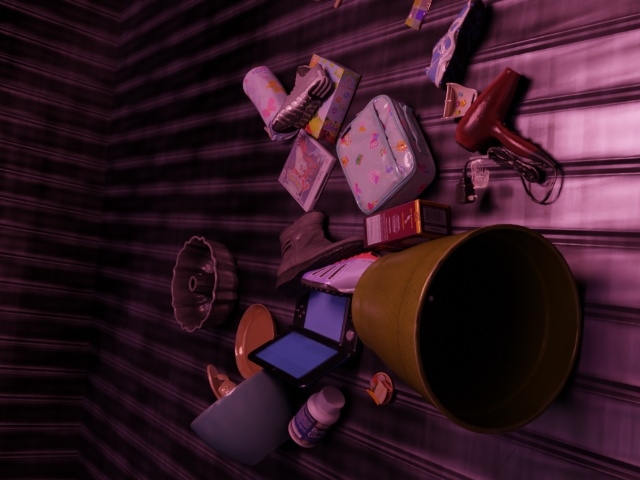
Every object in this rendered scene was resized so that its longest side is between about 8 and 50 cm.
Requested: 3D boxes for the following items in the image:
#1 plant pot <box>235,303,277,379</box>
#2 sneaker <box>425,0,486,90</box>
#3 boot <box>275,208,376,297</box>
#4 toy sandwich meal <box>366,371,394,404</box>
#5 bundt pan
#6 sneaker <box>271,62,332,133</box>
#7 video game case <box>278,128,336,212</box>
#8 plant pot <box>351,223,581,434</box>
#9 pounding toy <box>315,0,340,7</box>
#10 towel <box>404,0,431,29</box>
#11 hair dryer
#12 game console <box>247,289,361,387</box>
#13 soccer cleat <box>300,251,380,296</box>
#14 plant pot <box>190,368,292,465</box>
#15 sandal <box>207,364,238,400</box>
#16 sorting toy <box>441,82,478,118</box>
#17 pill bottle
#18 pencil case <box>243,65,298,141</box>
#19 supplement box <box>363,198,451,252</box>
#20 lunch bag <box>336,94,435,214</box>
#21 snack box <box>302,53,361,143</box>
[{"bbox_3d":[-0.196,0.317,2.046,0.236,0.032,0.236,-25,59,51],"label":"plant pot"},{"bbox_3d":[0.303,-0.454,1.502,0.081,0.080,0.211,46,118,42],"label":"sneaker"},{"bbox_3d":[0.000,0.000,1.793,0.338,0.118,0.222,-24,48,32],"label":"boot"},{"bbox_3d":[0.145,0.364,1.605,0.086,0.029,0.085,-13,74,51],"label":"toy sandwich meal"},{"bbox_3d":[-0.387,0.152,2.261,0.331,0.124,0.330,-13,74,52],"label":"bundt pan"},{"bbox_3d":[-0.060,-0.412,1.864,0.229,0.086,0.132,-37,50,31],"label":"sneaker"},{"bbox_3d":[-0.043,-0.210,1.959,0.201,0.023,0.183,50,122,45],"label":"video game case"},{"bbox_3d":[0.244,0.149,1.294,0.353,0.367,0.366,3,86,65],"label":"plant pot"},{"bbox_3d":[0.017,-0.778,1.921,0.206,0.094,0.181,-3,82,53],"label":"pounding toy"},{"bbox_3d":[0.247,-0.579,1.656,0.060,0.009,0.083,45,119,45],"label":"towel"},{"bbox_3d":[0.389,-0.216,1.378,0.224,0.080,0.293,-4,86,36],"label":"hair dryer"},{"bbox_3d":[-0.040,0.232,1.754,0.293,0.173,0.250,13,94,52],"label":"game console"},{"bbox_3d":[0.092,0.083,1.634,0.318,0.109,0.116,0,79,37],"label":"soccer cleat"},{"bbox_3d":[-0.191,0.513,1.853,0.195,0.290,0.290,53,129,10],"label":"plant pot"},{"bbox_3d":[-0.293,0.504,2.137,0.079,0.088,0.240,-26,67,13],"label":"sandal"},{"bbox_3d":[0.321,-0.313,1.489,0.075,0.045,0.083,9,90,46],"label":"sorting toy"},{"bbox_3d":[-0.007,0.461,1.733,0.169,0.094,0.094,-56,44,30],"label":"pill bottle"},{"bbox_3d":[-0.154,-0.432,2.070,0.273,0.114,0.124,62,145,37],"label":"pencil case"},{"bbox_3d":[0.200,-0.031,1.542,0.188,0.104,0.080,-18,69,50],"label":"supplement box"},{"bbox_3d":[0.158,-0.214,1.625,0.224,0.108,0.279,-46,50,38],"label":"lunch bag"},{"bbox_3d":[0.009,-0.409,1.887,0.174,0.070,0.207,42,116,48],"label":"snack box"}]
